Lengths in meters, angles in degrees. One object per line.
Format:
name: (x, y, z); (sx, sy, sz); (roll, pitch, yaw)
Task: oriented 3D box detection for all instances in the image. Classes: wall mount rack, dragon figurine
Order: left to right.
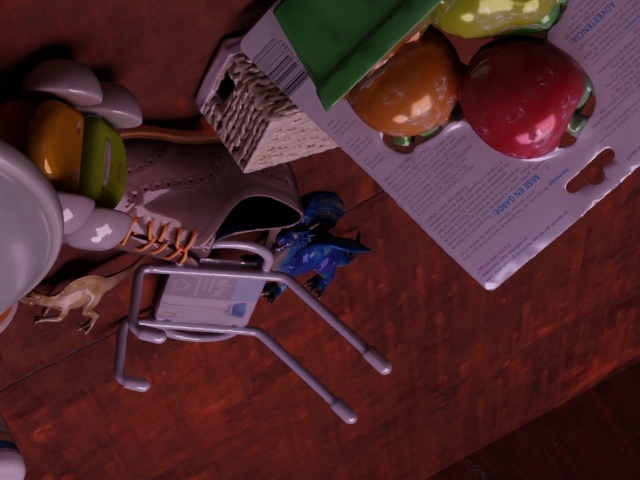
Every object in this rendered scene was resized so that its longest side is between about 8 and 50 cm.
wall mount rack: (-0.084, 0.116, 2.307); (0.304, 0.130, 0.350); (6, 159, -9)
dragon figurine: (0.000, 0.000, 2.372); (0.289, 0.085, 0.144); (-4, 147, -48)

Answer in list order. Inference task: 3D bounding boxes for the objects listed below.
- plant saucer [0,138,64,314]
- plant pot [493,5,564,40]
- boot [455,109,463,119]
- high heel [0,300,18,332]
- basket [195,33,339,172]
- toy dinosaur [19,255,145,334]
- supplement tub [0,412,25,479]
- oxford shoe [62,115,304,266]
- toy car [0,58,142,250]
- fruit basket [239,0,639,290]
plant saucer: (-0.418, 0.027, 1.660); (0.400, 0.100, 0.400); (-6, 151, -4)
plant pot: (0.244, -0.299, 1.949); (0.237, 0.110, 0.237); (-39, 170, -8)
boot: (0.256, -0.206, 2.277); (0.305, 0.112, 0.115); (-47, -176, 28)
high heel: (-0.431, 0.086, 2.043); (0.117, 0.082, 0.244); (-6, -168, 36)
basket: (-0.023, -0.151, 1.971); (0.167, 0.103, 0.113); (-19, 157, -30)
toy dinosaur: (-0.263, 0.060, 2.203); (0.183, 0.053, 0.092); (-19, 155, -27)
supplement tub: (-0.419, 0.198, 2.100); (0.144, 0.199, 0.144); (-26, 158, -11)
oxford shoe: (-0.172, -0.038, 1.986); (0.364, 0.133, 0.130); (-16, 155, -33)
toy car: (-0.252, -0.077, 1.813); (0.136, 0.159, 0.182); (0, 170, 22)
fruit basket: (0.148, -0.171, 1.832); (0.327, 0.353, 0.165); (-44, -170, 30)
